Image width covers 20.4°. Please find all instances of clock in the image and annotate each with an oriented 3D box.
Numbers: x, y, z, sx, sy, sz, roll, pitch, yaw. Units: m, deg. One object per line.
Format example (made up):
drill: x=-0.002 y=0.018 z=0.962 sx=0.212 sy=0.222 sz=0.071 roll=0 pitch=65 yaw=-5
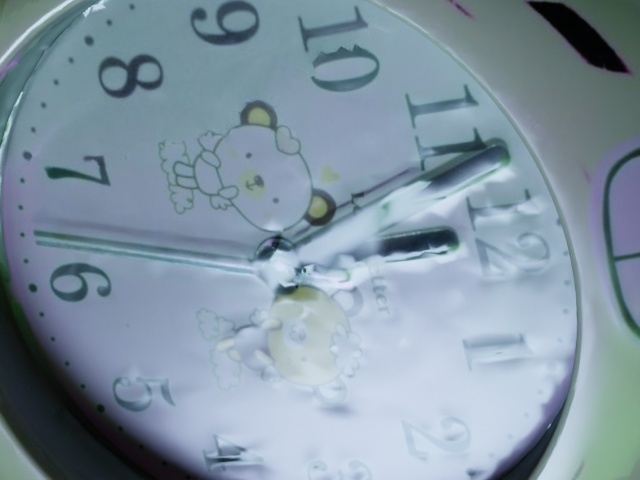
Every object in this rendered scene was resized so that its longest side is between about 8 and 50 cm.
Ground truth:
clock: x=0.000 y=0.000 z=0.552 sx=0.309 sy=0.284 sz=0.114 roll=-8 pitch=-164 yaw=22
